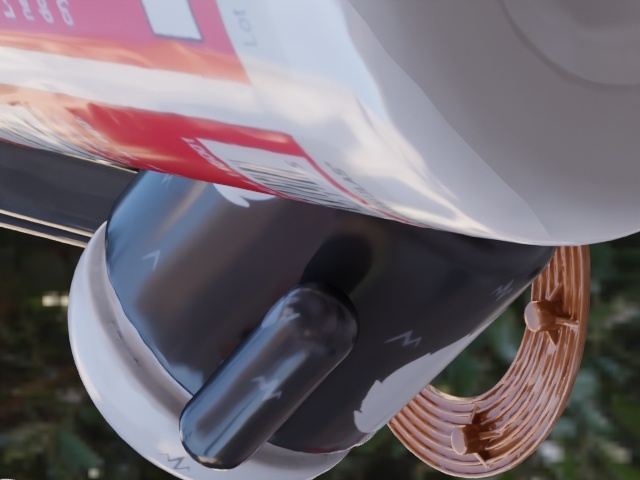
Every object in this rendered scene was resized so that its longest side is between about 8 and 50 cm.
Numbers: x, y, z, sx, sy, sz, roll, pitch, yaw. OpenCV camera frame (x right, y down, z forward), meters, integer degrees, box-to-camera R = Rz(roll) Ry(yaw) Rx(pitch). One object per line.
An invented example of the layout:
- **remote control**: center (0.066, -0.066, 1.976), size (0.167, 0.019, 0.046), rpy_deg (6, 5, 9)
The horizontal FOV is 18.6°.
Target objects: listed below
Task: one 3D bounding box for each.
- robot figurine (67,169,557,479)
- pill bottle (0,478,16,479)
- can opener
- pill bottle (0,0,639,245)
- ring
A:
- **robot figurine**: center (0.002, 0.000, 0.917), size (0.209, 0.278, 0.174), rpy_deg (0, -130, -51)
- **pill bottle**: center (-0.170, 0.205, 1.227), size (0.120, 0.067, 0.067), rpy_deg (43, -137, -39)
- **can opener**: center (-0.228, -0.021, 1.166), size (0.076, 0.283, 0.095), rpy_deg (151, 132, -71)
- **pill bottle**: center (-0.044, -0.137, 0.670), size (0.229, 0.407, 0.229), rpy_deg (-10, -75, -40)
- **ring**: center (0.087, 0.010, 1.451), size (0.336, 0.032, 0.337), rpy_deg (14, 106, 58)
